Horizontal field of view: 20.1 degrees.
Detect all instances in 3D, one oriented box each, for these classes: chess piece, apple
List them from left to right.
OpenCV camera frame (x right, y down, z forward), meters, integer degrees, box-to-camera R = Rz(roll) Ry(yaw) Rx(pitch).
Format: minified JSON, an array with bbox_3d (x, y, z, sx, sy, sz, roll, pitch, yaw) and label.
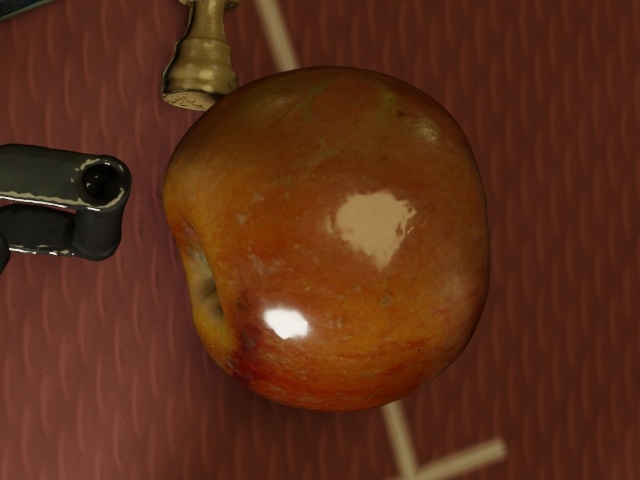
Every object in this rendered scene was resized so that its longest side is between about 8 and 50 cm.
[{"bbox_3d":[-0.086,-0.189,1.389,0.060,0.060,0.172,7,80,-21],"label":"chess piece"},{"bbox_3d":[0.000,0.000,1.317,0.253,0.253,0.254,2,84,-22],"label":"apple"}]

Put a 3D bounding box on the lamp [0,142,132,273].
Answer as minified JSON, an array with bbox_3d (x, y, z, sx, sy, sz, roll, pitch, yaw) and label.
[{"bbox_3d":[-0.337,0.047,1.180,0.374,0.205,0.272,14,75,-6],"label":"lamp"}]

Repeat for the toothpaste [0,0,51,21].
[{"bbox_3d":[-0.198,-0.202,1.355,0.197,0.035,0.057,-28,104,-25],"label":"toothpaste"}]
